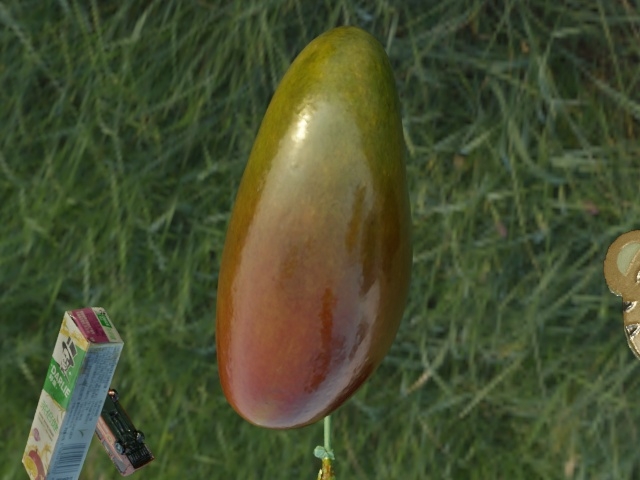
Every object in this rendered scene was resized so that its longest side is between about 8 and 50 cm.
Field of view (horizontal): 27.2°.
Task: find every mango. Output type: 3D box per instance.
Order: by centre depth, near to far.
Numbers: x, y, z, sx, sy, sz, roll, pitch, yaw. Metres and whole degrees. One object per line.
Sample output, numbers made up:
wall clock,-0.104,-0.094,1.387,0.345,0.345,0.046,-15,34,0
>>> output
mango,-0.004,0.003,0.918,0.129,0.146,0.289,24,124,35

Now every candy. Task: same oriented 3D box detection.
candy,0.008,0.208,1.307,0.061,0.200,0.060,-1,151,0

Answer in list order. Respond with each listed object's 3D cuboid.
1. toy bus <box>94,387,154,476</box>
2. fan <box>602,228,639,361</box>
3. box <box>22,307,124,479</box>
toy bus,-0.214,0.189,1.353,0.110,0.031,0.043,57,139,9
fan,0.293,0.072,0.948,0.153,0.226,0.008,-23,151,24
box,-0.234,0.154,1.244,0.041,0.050,0.207,-4,131,-35
